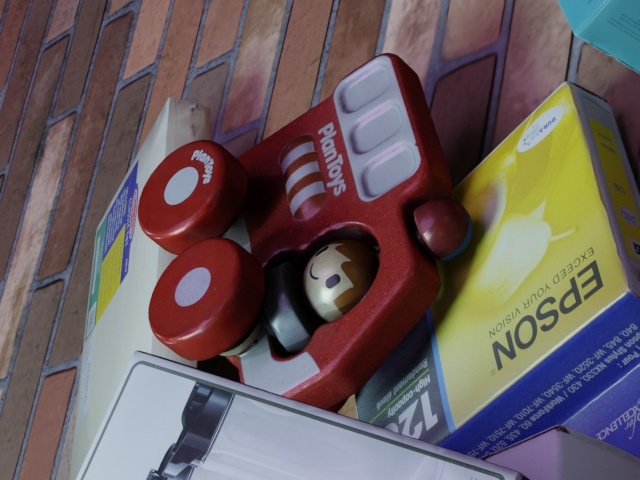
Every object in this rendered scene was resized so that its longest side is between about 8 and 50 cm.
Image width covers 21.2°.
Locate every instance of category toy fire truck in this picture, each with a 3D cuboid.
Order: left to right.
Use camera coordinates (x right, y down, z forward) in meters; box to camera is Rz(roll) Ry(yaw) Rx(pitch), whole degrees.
[{"bbox_3d":[0.000,0.000,1.418,0.254,0.169,0.302,-34,40,19],"label":"toy fire truck"}]

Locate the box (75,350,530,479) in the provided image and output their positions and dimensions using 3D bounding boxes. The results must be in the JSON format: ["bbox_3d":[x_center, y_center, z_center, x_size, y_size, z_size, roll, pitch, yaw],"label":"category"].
[{"bbox_3d":[-0.016,0.179,0.938,0.290,0.087,0.169,14,75,42],"label":"box"}]

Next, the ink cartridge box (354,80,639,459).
[{"bbox_3d":[0.140,0.081,1.332,0.303,0.072,0.307,-44,34,32],"label":"ink cartridge box"}]

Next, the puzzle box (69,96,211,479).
[{"bbox_3d":[-0.191,0.084,1.804,0.272,0.052,0.409,127,151,-50],"label":"puzzle box"}]

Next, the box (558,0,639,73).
[{"bbox_3d":[0.227,-0.234,1.389,0.060,0.100,0.244,-48,35,27],"label":"box"}]

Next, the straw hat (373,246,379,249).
[{"bbox_3d":[0.038,-0.034,1.581,0.144,0.061,0.144,-11,74,46],"label":"straw hat"}]

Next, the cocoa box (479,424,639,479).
[{"bbox_3d":[0.139,0.326,0.987,0.228,0.231,0.347,-32,43,46],"label":"cocoa box"}]
